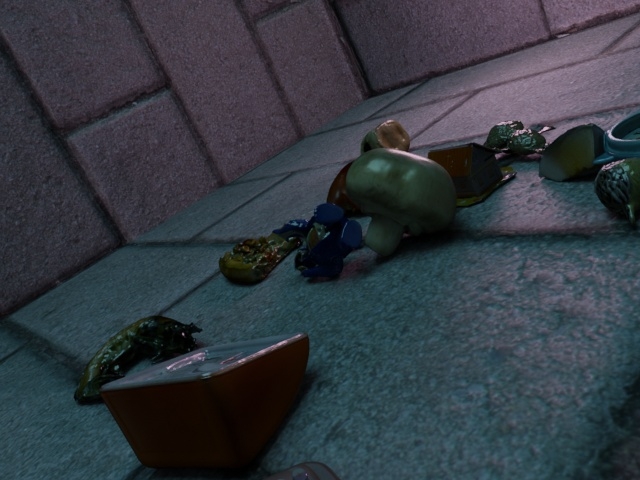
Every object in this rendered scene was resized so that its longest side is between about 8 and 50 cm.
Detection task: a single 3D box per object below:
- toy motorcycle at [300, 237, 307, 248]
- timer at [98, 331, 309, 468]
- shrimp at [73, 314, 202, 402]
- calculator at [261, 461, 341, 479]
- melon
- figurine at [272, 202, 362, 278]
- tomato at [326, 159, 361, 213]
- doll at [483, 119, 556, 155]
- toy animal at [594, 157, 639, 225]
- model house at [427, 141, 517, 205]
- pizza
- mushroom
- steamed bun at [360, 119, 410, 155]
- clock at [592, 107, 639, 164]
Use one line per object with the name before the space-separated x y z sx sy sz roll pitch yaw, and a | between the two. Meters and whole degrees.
toy motorcycle | 0.011 -0.003 1.490 0.151 0.074 0.229 -36 23 -18
timer | -0.167 0.235 0.927 0.257 0.161 0.250 -15 13 32
shrimp | -0.422 0.266 1.311 0.445 0.085 0.272 -12 27 44
calculator | -0.092 0.366 0.628 0.330 0.048 0.220 -28 16 -14
melon | 0.567 -0.175 1.226 0.140 0.093 0.202 -3 -18 -13
figurine | 0.007 0.004 1.335 0.121 0.164 0.262 -31 4 -35
tomato | 0.116 -0.170 1.705 0.233 0.139 0.200 -10 17 42
doll | 0.539 -0.254 1.466 0.202 0.091 0.286 -46 27 -25
toy animal | 0.521 -0.082 0.990 0.098 0.098 0.137 -3 50 51
model house | 0.351 -0.188 1.437 0.207 0.136 0.219 -36 20 -24
pizza | -0.161 0.038 1.614 0.288 0.074 0.251 -27 20 2
mushroom | 0.164 -0.080 1.280 0.234 0.254 0.260 -67 22 -6
steamed bun | 0.222 -0.346 2.098 0.172 0.140 0.155 -36 7 -38
clock | 0.670 -0.196 1.097 0.274 0.094 0.223 -30 18 -7
